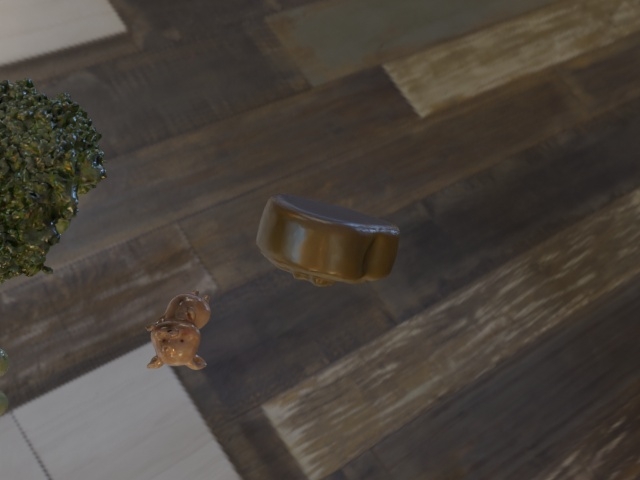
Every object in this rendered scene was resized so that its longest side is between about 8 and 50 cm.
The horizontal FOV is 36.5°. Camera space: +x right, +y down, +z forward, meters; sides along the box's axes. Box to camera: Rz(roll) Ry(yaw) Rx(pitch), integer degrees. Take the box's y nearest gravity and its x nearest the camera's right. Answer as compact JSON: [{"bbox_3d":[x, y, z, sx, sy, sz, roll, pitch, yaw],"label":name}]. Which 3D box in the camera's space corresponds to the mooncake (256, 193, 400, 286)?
[{"bbox_3d":[0.000,0.000,1.573,0.235,0.235,0.117,8,100,-19],"label":"mooncake"}]

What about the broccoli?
[{"bbox_3d":[-0.505,-0.084,1.536,0.334,0.272,0.324,19,42,20],"label":"broccoli"}]

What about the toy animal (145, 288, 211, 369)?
[{"bbox_3d":[-0.219,0.142,1.555,0.089,0.083,0.150,50,49,-40],"label":"toy animal"}]

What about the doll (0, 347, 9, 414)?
[{"bbox_3d":[-0.539,0.197,1.271,0.275,0.113,0.154,10,70,-58],"label":"doll"}]
